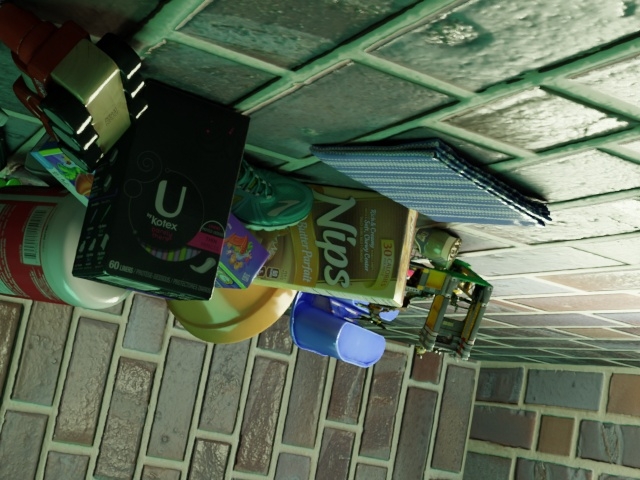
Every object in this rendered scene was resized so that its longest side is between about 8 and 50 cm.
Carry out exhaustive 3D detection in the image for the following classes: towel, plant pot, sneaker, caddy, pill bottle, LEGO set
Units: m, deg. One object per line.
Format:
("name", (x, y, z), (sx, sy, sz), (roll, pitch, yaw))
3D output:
("towel", (0.177, -0.088, 1.566), (0.243, 0.040, 0.336), (4, 166, 43))
("plant pot", (-0.205, 0.027, 1.981), (0.290, 0.291, 0.203), (5, 152, 29))
("sneaker", (0.223, 0.007, 1.974), (0.086, 0.064, 0.192), (24, 177, 11))
("caddy", (0.049, 0.171, 2.491), (0.179, 0.241, 0.341), (18, 174, 29))
("sneaker", (-0.136, -0.090, 1.689), (0.275, 0.107, 0.110), (14, 161, -18))
("pill bottle", (-0.554, 0.005, 2.011), (0.407, 0.229, 0.229), (4, 168, 37))
("LEGO set", (0.183, 0.127, 2.096), (0.331, 0.192, 0.255), (13, -168, -27))

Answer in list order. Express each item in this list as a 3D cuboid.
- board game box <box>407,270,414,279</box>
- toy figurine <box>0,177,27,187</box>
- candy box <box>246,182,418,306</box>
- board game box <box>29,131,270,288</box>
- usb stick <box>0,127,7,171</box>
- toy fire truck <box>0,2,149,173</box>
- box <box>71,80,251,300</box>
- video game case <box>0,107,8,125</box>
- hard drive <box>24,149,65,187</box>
("board game box", (0.192, 0.085, 2.488), (0.168, 0.033, 0.133), (15, 169, -21))
("toy figurine", (-0.668, -0.083, 2.346), (0.173, 0.130, 0.159), (-29, 161, 36))
("candy box", (0.000, 0.000, 1.789), (0.316, 0.183, 0.087), (8, 170, 17))
("board game box", (-0.275, -0.061, 1.652), (0.233, 0.078, 0.347), (-1, 139, 49))
("usb stick", (-0.619, -0.173, 1.879), (0.077, 0.045, 0.278), (15, 170, -14))
("toy fire truck", (-0.354, -0.204, 1.227), (0.246, 0.158, 0.217), (38, 167, 3))
("box", (-0.223, -0.063, 1.424), (0.165, 0.270, 0.143), (16, 168, -30))
("video game case", (-0.503, -0.227, 1.281), (0.190, 0.022, 0.173), (39, -178, 24))
("hard drive", (-0.430, -0.101, 2.076), (0.233, 0.047, 0.353), (10, 170, 5))
